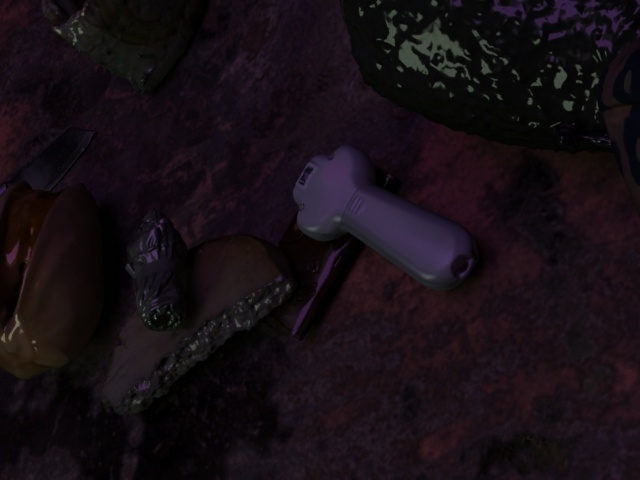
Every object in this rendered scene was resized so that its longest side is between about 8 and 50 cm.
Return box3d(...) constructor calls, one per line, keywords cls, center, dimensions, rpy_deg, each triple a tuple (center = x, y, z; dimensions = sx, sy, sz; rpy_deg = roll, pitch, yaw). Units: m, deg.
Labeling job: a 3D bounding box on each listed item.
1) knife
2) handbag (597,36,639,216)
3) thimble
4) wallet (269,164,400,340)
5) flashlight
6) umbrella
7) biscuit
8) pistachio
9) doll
box3d(cls="knife", center=(-0.348, -0.063, 1.787), dimensions=(0.230, 0.028, 0.060), rpy_deg=(-38, 61, 19))
box3d(cls="handbag", center=(0.323, -0.086, 0.980), dimensions=(0.251, 0.193, 0.190), rpy_deg=(-23, 96, 6))
box3d(cls="thimble", center=(-0.223, -0.272, 1.684), dimensions=(0.137, 0.143, 0.190), rpy_deg=(-3, 68, 41))
box3d(cls="wallet", center=(0.000, 0.000, 1.428), dimensions=(0.095, 0.026, 0.176), rpy_deg=(34, 93, 49))
box3d(cls="flashlight", center=(0.060, -0.016, 1.348), dimensions=(0.200, 0.047, 0.093), rpy_deg=(31, 90, 34))
box3d(cls="umbrella", center=(-0.160, 0.026, 1.473), dimensions=(0.067, 0.062, 0.143), rpy_deg=(104, 163, -47))
box3d(cls="biscuit", center=(-0.132, 0.068, 1.491), dimensions=(0.290, 0.038, 0.141), rpy_deg=(-38, 39, 31))
box3d(cls="pistachio", center=(-0.303, 0.035, 1.616), dimensions=(0.157, 0.157, 0.229), rpy_deg=(-20, 52, 35))
box3d(cls="doll", center=(0.186, -0.188, 1.216), dimensions=(0.349, 0.247, 0.247), rpy_deg=(26, 88, 38))
